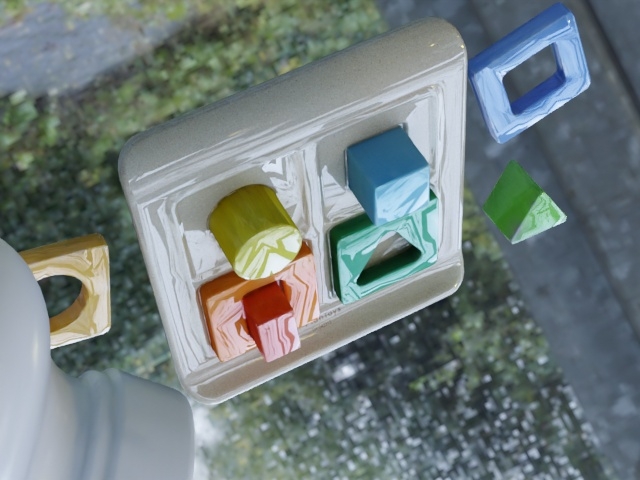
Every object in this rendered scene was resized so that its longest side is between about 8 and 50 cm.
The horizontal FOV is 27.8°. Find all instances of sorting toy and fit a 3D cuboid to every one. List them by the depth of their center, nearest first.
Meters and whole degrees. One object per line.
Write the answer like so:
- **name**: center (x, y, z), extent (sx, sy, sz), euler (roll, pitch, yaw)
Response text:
- **sorting toy**: center (0.000, 0.000, 0.664), extent (0.348, 0.047, 0.196), euler (-24, 140, -13)

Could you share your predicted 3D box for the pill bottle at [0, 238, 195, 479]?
- **pill bottle**: center (-0.170, 0.044, 0.323), extent (0.264, 0.146, 0.146), euler (19, 164, -19)
